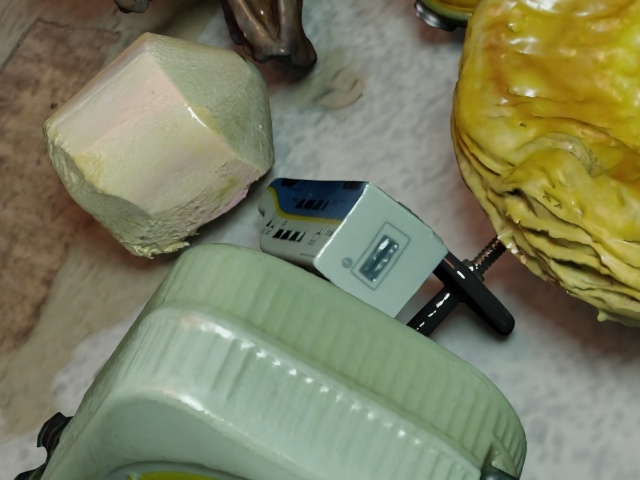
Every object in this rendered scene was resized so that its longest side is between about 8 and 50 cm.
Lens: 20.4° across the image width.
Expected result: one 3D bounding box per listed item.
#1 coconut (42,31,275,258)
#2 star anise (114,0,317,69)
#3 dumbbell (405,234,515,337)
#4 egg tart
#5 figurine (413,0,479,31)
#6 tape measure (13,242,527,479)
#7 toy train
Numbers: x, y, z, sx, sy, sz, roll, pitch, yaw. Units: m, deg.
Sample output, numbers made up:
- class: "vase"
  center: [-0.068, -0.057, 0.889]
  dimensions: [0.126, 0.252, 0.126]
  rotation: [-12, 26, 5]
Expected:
- class: "coconut"
  center: [-0.083, -0.061, 1.017]
  dimensions: [0.122, 0.116, 0.116]
  rotation: [-38, 44, 10]
- class: "star anise"
  center: [-0.077, -0.195, 1.115]
  dimensions: [0.257, 0.111, 0.198]
  rotation: [19, 45, 26]
- class: "dumbbell"
  center: [0.051, 0.041, 0.876]
  dimensions: [0.147, 0.069, 0.069]
  rotation: [-46, 44, -3]
- class: "egg tart"
  center: [0.200, -0.076, 0.825]
  dimensions: [0.294, 0.116, 0.295]
  rotation: [-21, 47, 25]
- class: "figurine"
  center: [0.121, -0.201, 1.008]
  dimensions: [0.166, 0.141, 0.250]
  rotation: [10, 29, 25]
- class: "tape measure"
  center: [-0.016, 0.107, 0.802]
  dimensions: [0.235, 0.207, 0.115]
  rotation: [-50, 15, 57]
- class: "toy train"
  center: [0.000, 0.000, 0.891]
  dimensions: [0.051, 0.052, 0.234]
  rotation: [-52, 13, -7]
